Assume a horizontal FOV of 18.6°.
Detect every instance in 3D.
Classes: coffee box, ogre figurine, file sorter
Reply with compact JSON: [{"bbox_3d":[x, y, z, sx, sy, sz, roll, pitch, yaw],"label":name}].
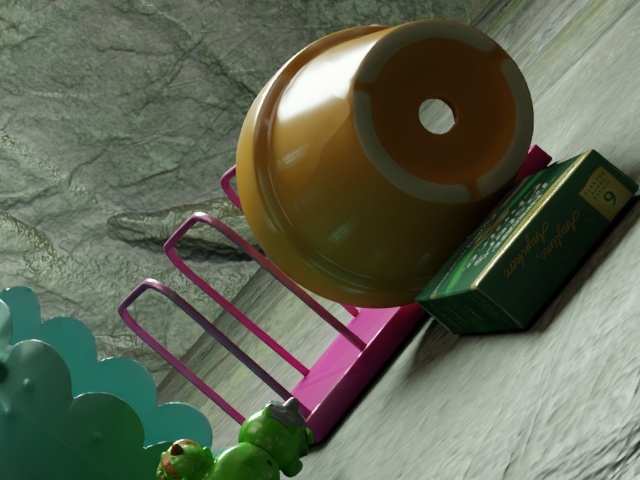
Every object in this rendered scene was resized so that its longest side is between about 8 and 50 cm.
[{"bbox_3d":[0.123,0.004,1.203,0.113,0.040,0.184,-49,4,-7],"label":"coffee box"},{"bbox_3d":[-0.056,0.171,1.214,0.197,0.097,0.118,-34,-21,-27],"label":"ogre figurine"},{"bbox_3d":[0.000,0.000,1.550,0.290,0.182,0.202,-49,4,-17],"label":"file sorter"}]

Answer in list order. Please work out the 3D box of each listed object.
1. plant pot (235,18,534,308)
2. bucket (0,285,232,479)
[{"bbox_3d":[0.059,-0.068,1.373,0.205,0.205,0.188,-50,3,-18],"label":"plant pot"},{"bbox_3d":[-0.189,0.172,1.405,0.183,0.281,0.281,-52,4,-1],"label":"bucket"}]
